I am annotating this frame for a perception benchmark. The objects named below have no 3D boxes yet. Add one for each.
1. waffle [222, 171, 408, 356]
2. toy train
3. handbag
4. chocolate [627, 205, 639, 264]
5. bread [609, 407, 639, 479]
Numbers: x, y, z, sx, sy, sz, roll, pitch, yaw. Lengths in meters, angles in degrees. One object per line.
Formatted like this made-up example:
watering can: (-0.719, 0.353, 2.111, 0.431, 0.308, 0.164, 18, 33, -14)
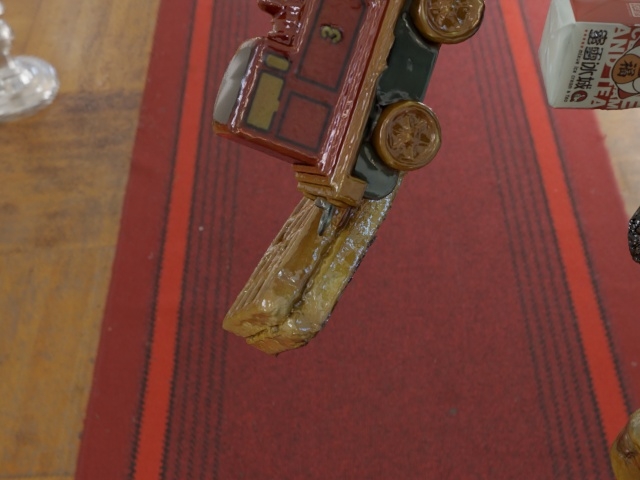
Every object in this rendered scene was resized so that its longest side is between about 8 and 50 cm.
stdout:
waffle: (0.000, 0.000, 1.242, 0.098, 0.224, 0.328, 34, 70, -11)
toy train: (0.023, -0.191, 0.972, 0.231, 0.163, 0.369, 17, 91, -19)
handbag: (0.496, -0.300, 1.352, 0.298, 0.171, 0.151, 2, 47, -1)
chocolate: (0.664, -0.006, 1.623, 0.156, 0.156, 0.133, -42, 20, -27)
bread: (0.547, 0.356, 1.353, 0.134, 0.244, 0.244, -16, 51, -3)
